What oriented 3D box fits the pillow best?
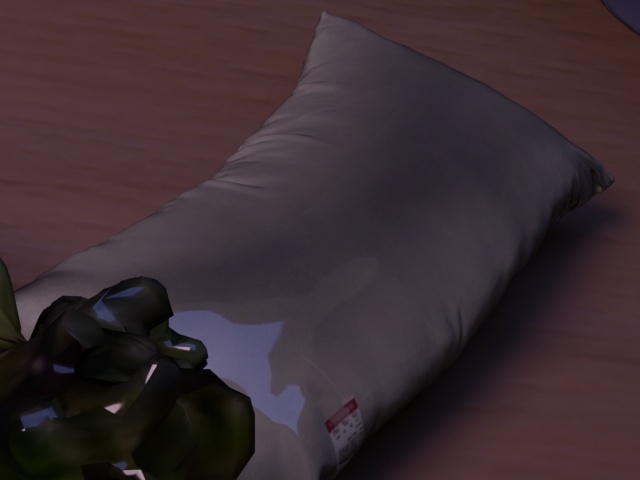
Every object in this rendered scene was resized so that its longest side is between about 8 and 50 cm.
[{"bbox_3d":[0.000,-0.001,0.696,0.144,0.078,0.254,30,46,16],"label":"pillow"}]

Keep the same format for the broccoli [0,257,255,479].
[{"bbox_3d":[-0.166,0.093,0.417,0.334,0.272,0.324,-10,39,43],"label":"broccoli"}]

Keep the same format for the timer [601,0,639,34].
[{"bbox_3d":[0.331,-0.227,0.877,0.395,0.173,0.395,-6,61,10],"label":"timer"}]
